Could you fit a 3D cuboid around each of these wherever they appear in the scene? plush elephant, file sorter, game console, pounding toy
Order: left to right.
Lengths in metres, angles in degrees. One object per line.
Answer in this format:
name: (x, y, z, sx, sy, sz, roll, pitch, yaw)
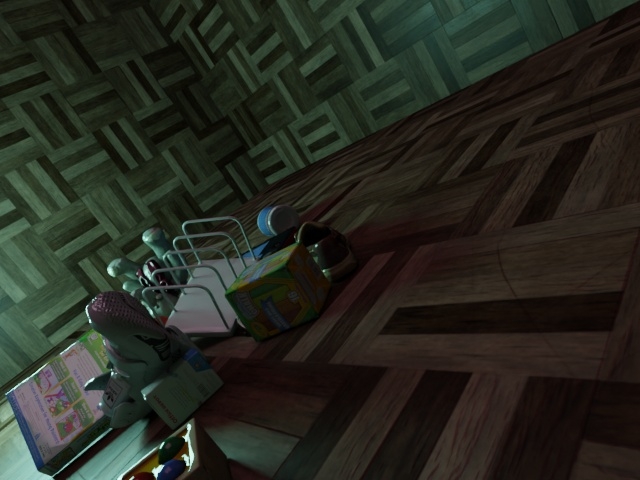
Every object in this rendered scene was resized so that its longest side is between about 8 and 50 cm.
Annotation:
pounding toy: (-0.199, 0.338, 0.532, 0.181, 0.094, 0.206, -36, 14, -13)
plush elephant: (-0.568, 0.176, 1.577, 0.272, 0.330, 0.255, -30, 38, 16)
file sorter: (-0.303, 0.090, 1.171, 0.193, 0.173, 0.277, -5, 38, 15)
game console: (-0.267, 0.103, 1.476, 0.387, 0.060, 0.342, -26, 20, 22)

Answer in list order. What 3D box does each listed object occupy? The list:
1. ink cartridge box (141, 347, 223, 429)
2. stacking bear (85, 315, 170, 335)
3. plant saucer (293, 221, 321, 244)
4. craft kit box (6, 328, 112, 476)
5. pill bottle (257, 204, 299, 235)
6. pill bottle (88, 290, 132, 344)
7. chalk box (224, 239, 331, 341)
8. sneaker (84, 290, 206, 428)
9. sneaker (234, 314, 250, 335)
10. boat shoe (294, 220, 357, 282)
ink cartridge box: (-0.264, 0.281, 0.862, 0.122, 0.088, 0.052, -41, 18, -26)
stacking bear: (-0.500, 0.284, 1.240, 0.289, 0.164, 0.175, -19, 28, 25)
plant saucer: (-0.078, -0.007, 1.551, 0.192, 0.018, 0.067, -25, 17, 27)
craft kit box: (-0.577, 0.364, 1.064, 0.247, 0.061, 0.250, -41, 52, -18)
pill bottle: (-0.175, -0.075, 1.760, 0.124, 0.124, 0.221, -38, 16, -18)
pill bottle: (-0.464, 0.224, 1.092, 0.119, 0.119, 0.208, -39, 52, -22)
chalk box: (-0.108, 0.118, 0.977, 0.213, 0.132, 0.132, -27, 15, 23)
sneaker: (-0.378, 0.247, 0.885, 0.210, 0.137, 0.366, -46, -26, -14)
sneaker: (-0.174, 0.191, 1.066, 0.044, 0.040, 0.109, -27, 17, -13)
boat shoe: (0.000, 0.000, 1.147, 0.123, 0.123, 0.342, -33, 15, 2)
